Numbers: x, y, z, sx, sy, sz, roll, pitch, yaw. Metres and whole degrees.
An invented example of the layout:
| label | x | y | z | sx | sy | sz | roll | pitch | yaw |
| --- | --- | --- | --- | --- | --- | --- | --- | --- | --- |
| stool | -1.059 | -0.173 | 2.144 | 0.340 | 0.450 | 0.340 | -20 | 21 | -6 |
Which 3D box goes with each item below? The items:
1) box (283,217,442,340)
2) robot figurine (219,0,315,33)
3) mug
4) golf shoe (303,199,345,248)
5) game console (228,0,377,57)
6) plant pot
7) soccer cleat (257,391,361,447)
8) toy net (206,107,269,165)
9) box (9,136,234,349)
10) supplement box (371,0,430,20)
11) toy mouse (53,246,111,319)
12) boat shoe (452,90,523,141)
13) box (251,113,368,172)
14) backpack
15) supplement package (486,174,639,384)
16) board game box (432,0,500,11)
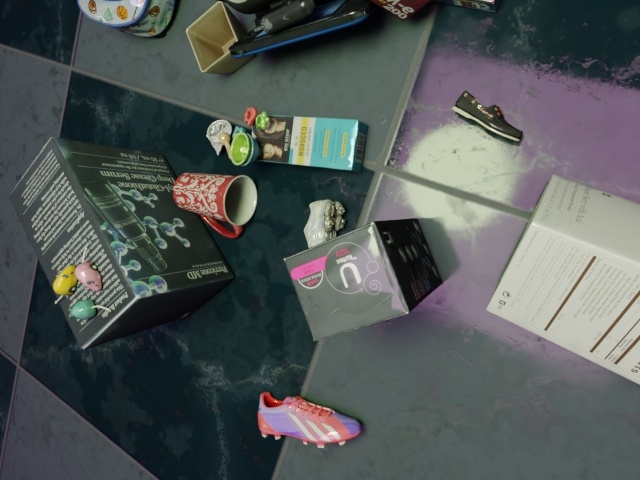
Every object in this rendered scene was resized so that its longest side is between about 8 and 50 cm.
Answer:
| label | x | y | z | sx | sy | sz | roll | pitch | yaw |
| --- | --- | --- | --- | --- | --- | --- | --- | --- | --- |
| box | 0.088 | 0.055 | 0.736 | 0.165 | 0.270 | 0.143 | -23 | 84 | 25 |
| robot figurine | -0.086 | -0.495 | 0.720 | 0.278 | 0.209 | 0.173 | -4 | 54 | 30 |
| mug | -0.250 | -0.085 | 0.982 | 0.169 | 0.113 | 0.150 | 12 | 97 | 28 |
| golf shoe | 0.000 | 0.000 | 0.902 | 0.086 | 0.069 | 0.176 | 14 | 97 | 45 |
| game console | -0.040 | -0.502 | 0.816 | 0.293 | 0.250 | 0.173 | -4 | 129 | 26 |
| plant pot | -0.212 | -0.436 | 0.946 | 0.109 | 0.096 | 0.109 | -25 | 83 | 25 |
| soccer cleat | -0.032 | 0.384 | 0.925 | 0.248 | 0.083 | 0.095 | -9 | 85 | 29 |
| toy net | -0.198 | -0.237 | 0.935 | 0.232 | 0.045 | 0.122 | 25 | 107 | 45 |
| box | -0.444 | -0.003 | 0.977 | 0.212 | 0.293 | 0.395 | -38 | 78 | 23 |
| supplement box | 0.118 | -0.522 | 0.729 | 0.073 | 0.130 | 0.239 | -17 | 69 | 51 |
| toy mouse | -0.455 | 0.098 | 0.808 | 0.143 | 0.031 | 0.161 | 34 | 107 | 20 |
| boat shoe | 0.295 | -0.217 | 0.742 | 0.133 | 0.049 | 0.042 | 41 | 117 | 23 |
| box | -0.029 | -0.206 | 0.893 | 0.244 | 0.060 | 0.100 | 10 | 98 | 25 |
| backpack | -0.459 | -0.632 | 1.002 | 0.277 | 0.213 | 0.263 | 17 | 111 | 21 |
| supplement package | 0.426 | 0.060 | 0.598 | 0.293 | 0.177 | 0.175 | 26 | 131 | 21 |
| board game box | 0.270 | -0.541 | 0.737 | 0.165 | 0.042 | 0.243 | 25 | 104 | 23 |
